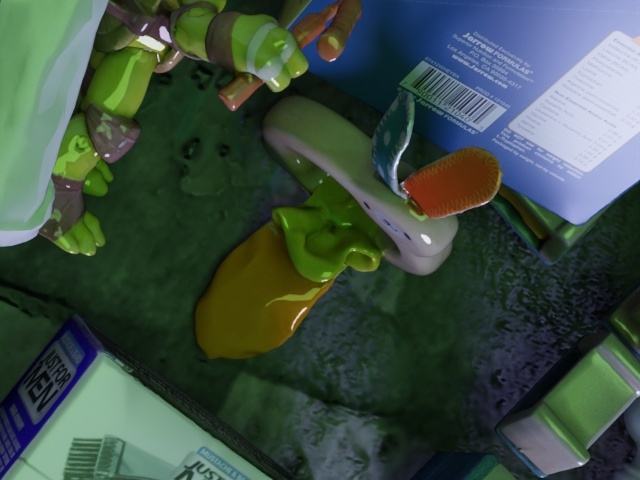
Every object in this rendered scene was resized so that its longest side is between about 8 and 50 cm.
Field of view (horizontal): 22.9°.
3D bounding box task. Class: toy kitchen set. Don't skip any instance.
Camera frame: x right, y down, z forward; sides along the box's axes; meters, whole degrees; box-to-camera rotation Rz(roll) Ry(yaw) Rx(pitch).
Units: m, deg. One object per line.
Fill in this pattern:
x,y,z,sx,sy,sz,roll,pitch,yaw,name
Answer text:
0.093,0.058,0.919,0.207,0.122,0.166,-43,90,-12,toy kitchen set

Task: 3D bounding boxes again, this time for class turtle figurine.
-0.078,-0.100,0.760,0.087,0.269,0.217,23,115,-30,turtle figurine

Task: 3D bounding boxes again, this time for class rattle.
0.000,0.000,0.810,0.143,0.200,0.130,-31,108,-11,rattle

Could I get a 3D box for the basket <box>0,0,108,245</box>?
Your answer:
-0.210,-0.200,0.644,0.266,0.331,0.328,15,94,-15,basket

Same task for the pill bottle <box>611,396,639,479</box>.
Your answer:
0.259,0.083,0.956,0.121,0.121,0.216,27,91,-21,pill bottle

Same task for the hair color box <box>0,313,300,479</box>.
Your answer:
-0.159,0.231,0.847,0.185,0.110,0.339,40,87,-19,hair color box

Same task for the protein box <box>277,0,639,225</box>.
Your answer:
0.118,-0.146,0.779,0.200,0.201,0.136,28,51,-15,protein box
